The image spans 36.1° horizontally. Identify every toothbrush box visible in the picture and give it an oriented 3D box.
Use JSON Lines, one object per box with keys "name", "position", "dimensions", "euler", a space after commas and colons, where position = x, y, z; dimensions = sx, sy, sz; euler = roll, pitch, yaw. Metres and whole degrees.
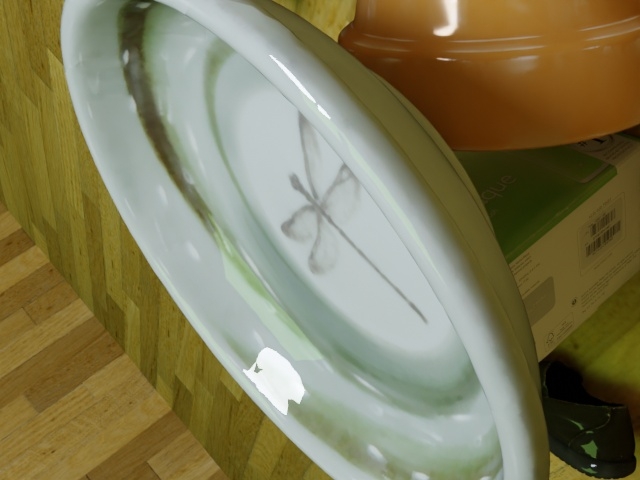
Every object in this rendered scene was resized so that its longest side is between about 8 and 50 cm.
{"name": "toothbrush box", "position": [0.084, -0.023, 0.788], "dimensions": [0.283, 0.206, 0.122], "euler": [29, 145, 44]}

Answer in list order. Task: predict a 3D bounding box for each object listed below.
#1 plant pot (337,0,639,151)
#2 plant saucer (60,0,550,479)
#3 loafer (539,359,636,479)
{"name": "plant pot", "position": [0.106, -0.173, 0.596], "dimensions": [0.205, 0.205, 0.187], "euler": [21, 125, 50]}
{"name": "plant saucer", "position": [0.000, 0.000, 0.592], "dimensions": [0.400, 0.101, 0.400], "euler": [43, 155, 25]}
{"name": "loafer", "position": [0.218, 0.147, 0.949], "dimensions": [0.220, 0.080, 0.078], "euler": [26, 111, 48]}
